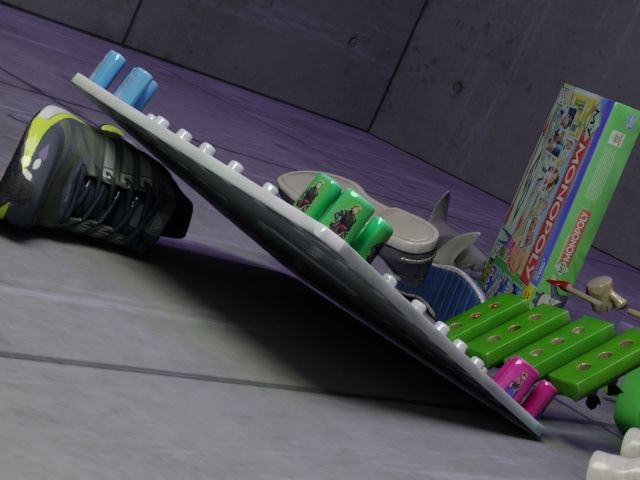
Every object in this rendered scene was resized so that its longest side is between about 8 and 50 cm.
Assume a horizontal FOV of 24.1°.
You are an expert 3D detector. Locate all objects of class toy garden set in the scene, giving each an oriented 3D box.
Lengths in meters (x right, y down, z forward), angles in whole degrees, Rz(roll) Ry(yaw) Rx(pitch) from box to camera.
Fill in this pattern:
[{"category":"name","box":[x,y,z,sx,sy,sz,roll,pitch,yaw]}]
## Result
[{"category":"toy garden set","box":[0.258,0.096,1.505,0.204,0.049,0.244,-25,20,-25]}]

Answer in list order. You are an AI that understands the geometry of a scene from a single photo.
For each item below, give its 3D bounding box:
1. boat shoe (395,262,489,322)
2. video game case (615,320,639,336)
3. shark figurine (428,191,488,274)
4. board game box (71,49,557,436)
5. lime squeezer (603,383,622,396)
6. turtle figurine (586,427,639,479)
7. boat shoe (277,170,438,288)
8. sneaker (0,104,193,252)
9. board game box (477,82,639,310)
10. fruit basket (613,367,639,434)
[{"category":"boat shoe","box":[0.160,0.063,1.782,0.066,0.066,0.183,21,9,-32]},{"category":"video game case","box":[0.637,0.225,2.216,0.329,0.036,0.300,19,10,-31]},{"category":"shark figurine","box":[0.170,-0.012,2.144,0.166,0.116,0.278,24,6,11]},{"category":"board game box","box":[0.000,0.000,1.365,0.390,0.050,0.390,32,-8,44]},{"category":"lime squeezer","box":[0.477,0.229,1.744,0.310,0.058,0.110,27,39,12]},{"category":"turtle figurine","box":[0.336,0.226,1.073,0.266,0.274,0.198,3,39,29]},{"category":"boat shoe","box":[0.031,-0.012,1.539,0.206,0.065,0.075,27,37,35]},{"category":"sneaker","box":[-0.196,-0.047,1.350,0.121,0.111,0.300,29,11,11]},{"category":"board game box","box":[0.285,-0.029,1.842,0.046,0.317,0.213,21,8,-11]},{"category":"fruit basket","box":[0.492,0.101,1.632,0.392,0.282,0.392,17,8,-2]}]
